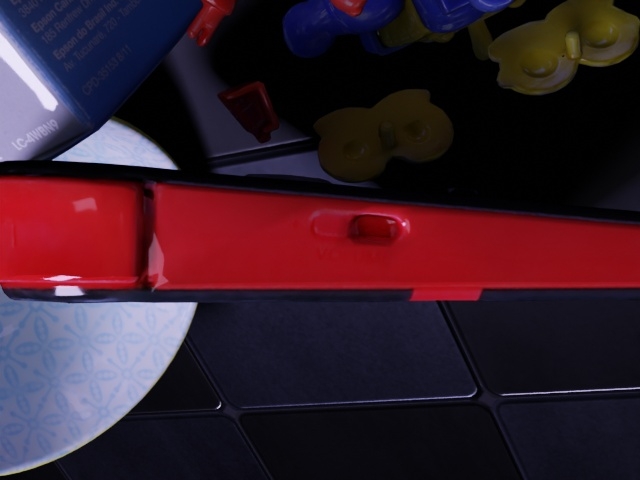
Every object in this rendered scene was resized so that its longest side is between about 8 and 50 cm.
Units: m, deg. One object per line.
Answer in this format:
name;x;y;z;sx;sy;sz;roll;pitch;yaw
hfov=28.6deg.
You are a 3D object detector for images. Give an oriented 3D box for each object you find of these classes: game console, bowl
game console;0.000;0.000;0.666;0.342;0.060;0.386;0;179;-13
bowl;-0.248;0.013;0.931;0.156;0.289;0.289;36;147;45

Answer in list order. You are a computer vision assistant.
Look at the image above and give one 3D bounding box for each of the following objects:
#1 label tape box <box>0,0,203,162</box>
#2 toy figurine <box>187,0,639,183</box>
label tape box;-0.197;-0.238;0.658;0.115;0.249;0.348;-23;115;40
toy figurine;0.087;-0.183;0.651;0.362;0.217;0.191;-28;101;-5
